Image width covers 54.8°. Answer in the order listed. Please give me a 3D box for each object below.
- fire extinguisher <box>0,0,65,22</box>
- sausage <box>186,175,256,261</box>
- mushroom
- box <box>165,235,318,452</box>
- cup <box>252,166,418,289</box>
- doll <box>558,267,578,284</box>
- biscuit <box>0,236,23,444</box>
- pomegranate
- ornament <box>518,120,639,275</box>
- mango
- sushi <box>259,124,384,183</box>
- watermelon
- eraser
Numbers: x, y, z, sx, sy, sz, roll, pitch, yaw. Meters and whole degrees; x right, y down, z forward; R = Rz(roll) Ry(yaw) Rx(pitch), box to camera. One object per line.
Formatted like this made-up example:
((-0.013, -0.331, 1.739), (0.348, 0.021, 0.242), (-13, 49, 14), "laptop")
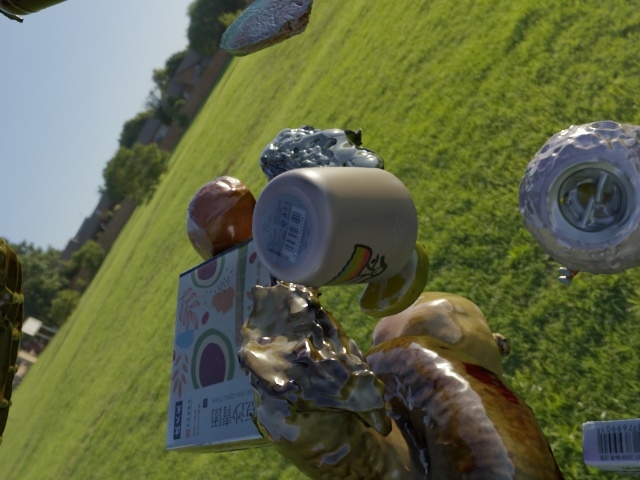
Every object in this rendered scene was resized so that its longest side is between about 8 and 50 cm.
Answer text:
((-0.324, -0.361, 0.783), (0.338, 0.135, 0.114), (-13, 62, 12), "fire extinguisher")
((-0.216, -0.036, 1.365), (0.141, 0.153, 0.268), (-43, -11, -22), "sausage")
((0.077, 0.250, 0.613), (0.331, 0.356, 0.334), (37, 113, 43), "mushroom")
((-0.158, 0.210, 1.231), (0.345, 0.122, 0.385), (-25, 57, 43), "box")
((0.000, 0.000, 0.976), (0.253, 0.200, 0.191), (-52, 60, 32), "cup")
((0.541, -0.009, 1.225), (0.075, 0.102, 0.227), (28, 70, 32), "doll")
((-0.501, 0.187, 0.875), (0.268, 0.115, 0.366), (141, 135, -67), "biscuit")
((0.343, 0.337, 1.758), (0.411, 0.412, 0.411), (-53, 18, 25), "pomegranate")
((0.468, -0.073, 1.040), (0.259, 0.259, 0.225), (-54, -21, 24), "ornament")
((0.166, 0.084, 1.333), (0.085, 0.122, 0.191), (53, -122, -72), "mango")
((0.020, -0.162, 1.556), (0.349, 0.207, 0.234), (27, 54, 34), "sushi")
((-0.087, -0.353, 1.020), (0.180, 0.081, 0.094), (-40, 34, -9), "watermelon")
((0.578, 0.326, 0.984), (0.287, 0.130, 0.086), (-33, 46, 56), "eraser")
